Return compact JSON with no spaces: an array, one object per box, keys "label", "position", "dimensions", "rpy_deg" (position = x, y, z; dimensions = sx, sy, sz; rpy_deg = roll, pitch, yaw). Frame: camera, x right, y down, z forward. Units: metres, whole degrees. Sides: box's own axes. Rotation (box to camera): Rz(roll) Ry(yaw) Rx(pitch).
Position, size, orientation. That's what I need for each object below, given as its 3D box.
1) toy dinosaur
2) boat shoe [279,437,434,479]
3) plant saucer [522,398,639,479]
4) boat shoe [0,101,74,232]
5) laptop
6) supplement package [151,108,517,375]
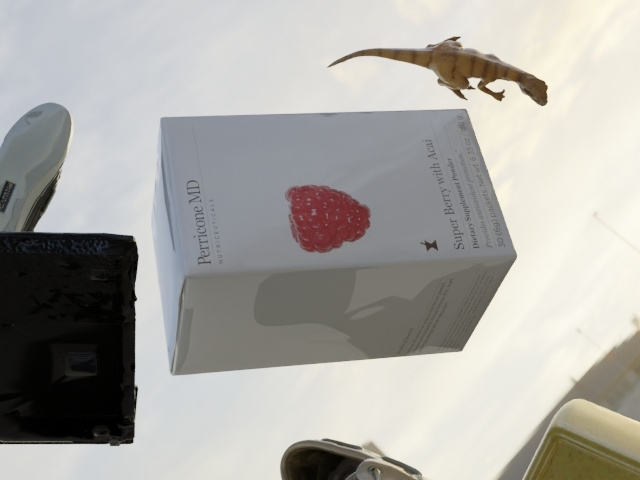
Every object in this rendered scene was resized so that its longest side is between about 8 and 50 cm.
[{"label":"toy dinosaur","position":[0.120,-0.177,1.054],"dimensions":[0.112,0.211,0.064],"rpy_deg":[-31,-50,-83]},{"label":"boat shoe","position":[0.055,0.231,0.878],"dimensions":[0.098,0.302,0.109],"rpy_deg":[29,-95,-24]},{"label":"plant saucer","position":[0.304,0.351,1.155],"dimensions":[0.081,0.333,0.333],"rpy_deg":[35,-100,-36]},{"label":"boat shoe","position":[-0.373,-0.071,1.360],"dimensions":[0.219,0.078,0.070],"rpy_deg":[-61,-9,0]},{"label":"laptop","position":[-0.230,0.053,0.668],"dimensions":[0.234,0.136,0.264],"rpy_deg":[1,-48,-9]},{"label":"supplement package","position":[0.000,0.000,1.000],"dimensions":[0.293,0.177,0.175],"rpy_deg":[-4,-33,-15]}]
